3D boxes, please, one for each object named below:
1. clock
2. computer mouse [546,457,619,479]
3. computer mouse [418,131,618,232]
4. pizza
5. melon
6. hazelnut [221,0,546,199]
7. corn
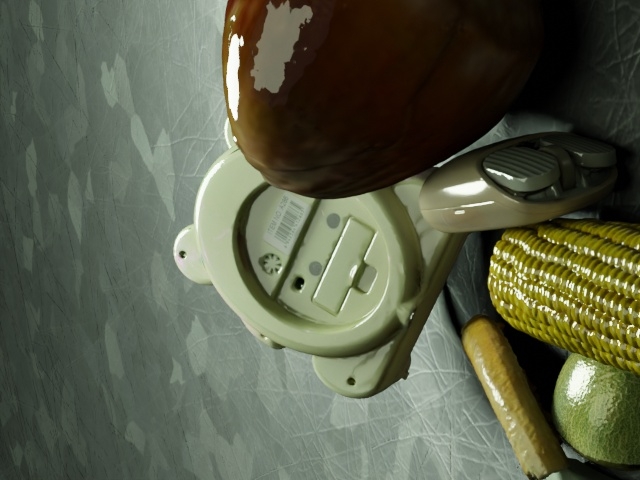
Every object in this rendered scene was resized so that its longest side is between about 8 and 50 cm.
[{"bbox_3d":[0.000,0.000,1.933,0.309,0.114,0.284,31,113,17],"label":"clock"},{"bbox_3d":[0.277,0.279,1.747,0.182,0.056,0.089,26,117,60],"label":"computer mouse"},{"bbox_3d":[0.192,-0.060,1.697,0.236,0.145,0.082,-8,98,66],"label":"computer mouse"},{"bbox_3d":[0.205,0.166,1.781,0.134,0.056,0.271,55,-173,-23],"label":"pizza"},{"bbox_3d":[0.278,0.147,1.668,0.160,0.079,0.128,44,138,51],"label":"melon"},{"bbox_3d":[0.050,-0.206,1.712,0.315,0.372,0.372,38,138,16],"label":"hazelnut"},{"bbox_3d":[0.279,0.051,1.567,0.387,0.144,0.143,7,105,62],"label":"corn"}]
